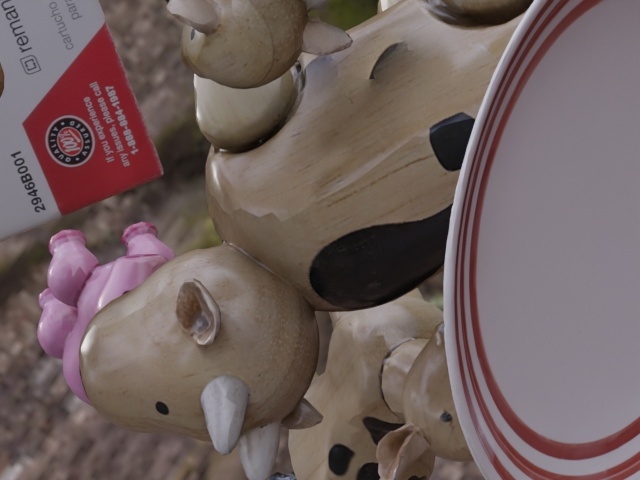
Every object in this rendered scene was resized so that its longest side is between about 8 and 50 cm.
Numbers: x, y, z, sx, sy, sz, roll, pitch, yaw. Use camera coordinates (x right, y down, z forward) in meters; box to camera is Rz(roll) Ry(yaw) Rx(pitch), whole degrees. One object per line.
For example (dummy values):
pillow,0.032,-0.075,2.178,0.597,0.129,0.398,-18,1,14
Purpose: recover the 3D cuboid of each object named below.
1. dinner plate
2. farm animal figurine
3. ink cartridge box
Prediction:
dinner plate,0.068,-0.004,0.434,0.017,0.141,0.141,12,66,41
farm animal figurine,0.000,0.000,0.691,0.326,0.330,0.172,-38,53,24
ink cartridge box,-0.250,-0.085,1.054,0.272,0.197,0.114,-22,33,-5
